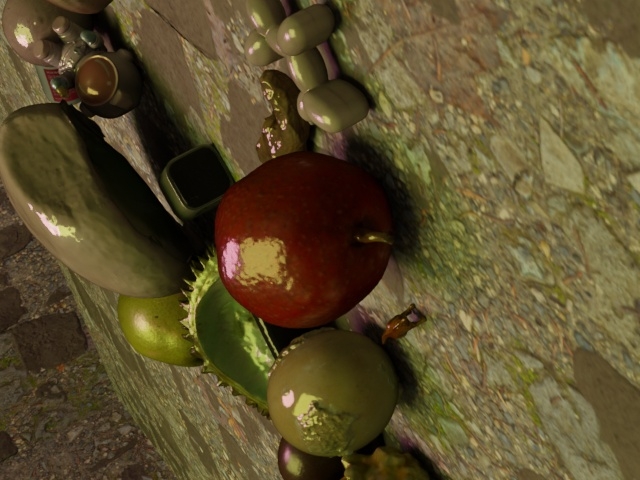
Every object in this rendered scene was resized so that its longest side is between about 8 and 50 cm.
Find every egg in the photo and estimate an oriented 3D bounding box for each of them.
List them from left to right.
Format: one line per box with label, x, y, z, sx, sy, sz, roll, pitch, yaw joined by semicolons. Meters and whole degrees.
egg;0.014;0.188;1.554;0.164;0.164;0.201;59;148;4

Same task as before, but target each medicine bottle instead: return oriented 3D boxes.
medicine bottle;-0.460;-0.339;2.154;0.090;0.090;0.216;47;157;37

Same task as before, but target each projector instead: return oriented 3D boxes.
projector;-0.181;-0.083;1.794;0.083;0.083;0.082;60;163;1

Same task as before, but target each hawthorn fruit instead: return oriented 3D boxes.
hawthorn fruit;0.000;0.000;1.286;0.225;0.196;0.196;-5;114;53

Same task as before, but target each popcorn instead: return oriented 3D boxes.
popcorn;0.077;0.367;1.638;0.167;0.185;0.187;-21;89;54

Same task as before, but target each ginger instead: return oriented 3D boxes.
ginger;-0.040;-0.127;1.410;0.069;0.051;0.173;48;154;19

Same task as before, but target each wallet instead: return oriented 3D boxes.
wallet;-0.046;0.107;1.701;0.250;0.044;0.149;64;-162;-8

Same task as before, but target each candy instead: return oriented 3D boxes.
candy;-0.343;-0.043;1.978;0.386;0.186;0.427;47;-174;14

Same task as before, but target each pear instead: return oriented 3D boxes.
pear;-0.253;0.141;2.210;0.220;0.187;0.187;27;148;24

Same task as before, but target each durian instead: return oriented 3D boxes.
durian;-0.073;0.152;1.899;0.198;0.163;0.394;-23;103;33

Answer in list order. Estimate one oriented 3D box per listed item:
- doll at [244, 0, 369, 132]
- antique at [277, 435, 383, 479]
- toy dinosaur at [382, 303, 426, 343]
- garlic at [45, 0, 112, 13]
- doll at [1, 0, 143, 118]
doll;-0.025;-0.187;1.249;0.160;0.059;0.161;18;135;63
antique;0.011;0.331;1.800;0.121;0.143;0.257;36;154;26
toy dinosaur;0.091;0.096;1.404;0.026;0.041;0.113;55;166;6
garlic;-0.390;-0.404;1.632;0.340;0.246;0.231;17;147;44
doll;-0.380;-0.293;1.951;0.287;0.151;0.151;45;158;23
